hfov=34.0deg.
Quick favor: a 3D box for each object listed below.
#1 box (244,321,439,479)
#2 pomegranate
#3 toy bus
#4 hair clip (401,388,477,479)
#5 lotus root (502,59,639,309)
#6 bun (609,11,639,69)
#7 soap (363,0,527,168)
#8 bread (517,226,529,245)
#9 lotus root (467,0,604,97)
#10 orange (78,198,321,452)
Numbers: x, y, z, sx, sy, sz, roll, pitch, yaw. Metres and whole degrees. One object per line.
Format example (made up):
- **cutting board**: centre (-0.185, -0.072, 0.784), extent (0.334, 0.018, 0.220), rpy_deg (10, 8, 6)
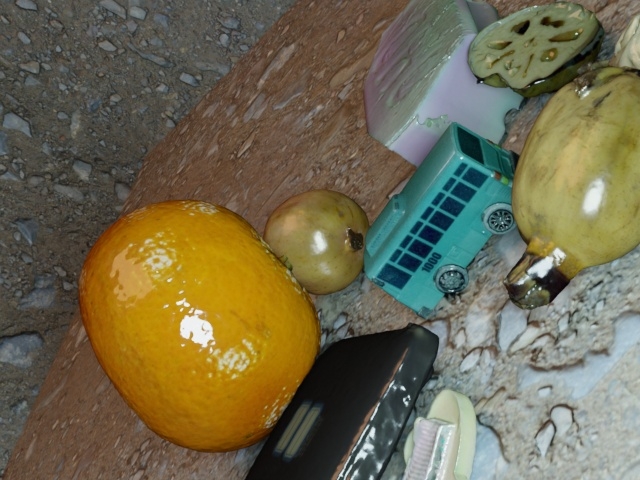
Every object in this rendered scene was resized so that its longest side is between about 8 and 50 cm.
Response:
- **box**: centre (0.009, 0.279, 1.393), extent (0.359, 0.091, 0.350), rpy_deg (-60, 11, -17)
- **pomegranate**: centre (-0.004, -0.001, 1.808), extent (0.191, 0.191, 0.191), rpy_deg (-45, 22, 24)
- **toy bus**: centre (0.170, -0.028, 1.493), extent (0.256, 0.147, 0.128), rpy_deg (-54, 15, 27)
- **hair clip**: centre (0.128, 0.280, 1.227), extent (0.159, 0.071, 0.218), rpy_deg (4, 66, 61)
- **lotus root**: centre (0.310, -0.056, 1.223), extent (0.310, 0.183, 0.183), rpy_deg (-62, 21, -13)
- **bun**: centre (0.436, -0.243, 1.338), extent (0.183, 0.102, 0.183), rpy_deg (-42, 25, 25)
- **soap**: centre (0.206, -0.273, 1.820), extent (0.261, 0.156, 0.446), rpy_deg (-44, 23, 24)
- **bread**: centre (0.296, -0.026, 1.359), extent (0.113, 0.060, 0.082), rpy_deg (-15, 41, 58)
- **lotus root**: centre (0.333, -0.278, 1.604), extent (0.204, 0.078, 0.183), rpy_deg (-24, 42, 7)
- **orange**: centre (-0.182, 0.127, 1.656), extent (0.326, 0.424, 0.424), rpy_deg (-33, 21, -1)
